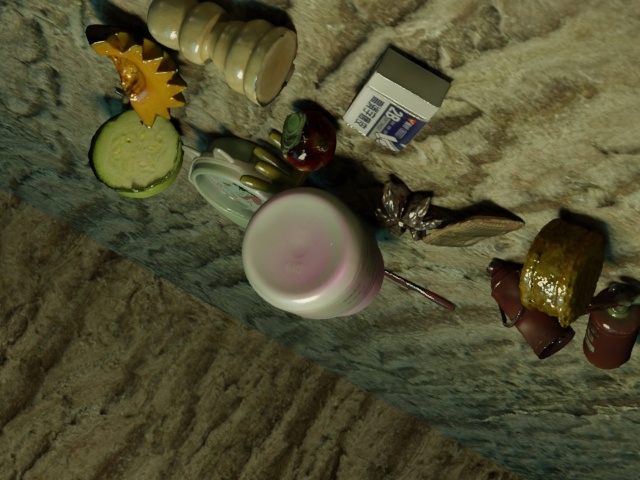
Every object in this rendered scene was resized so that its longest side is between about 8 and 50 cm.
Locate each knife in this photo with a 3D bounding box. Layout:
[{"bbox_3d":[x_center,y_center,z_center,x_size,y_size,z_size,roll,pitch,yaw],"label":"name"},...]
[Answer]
[{"bbox_3d":[0.232,0.117,2.587,0.247,0.018,0.035,28,165,4],"label":"knife"}]

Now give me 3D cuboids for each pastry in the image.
[{"bbox_3d":[0.444,0.057,1.865,0.103,0.188,0.188,22,162,31],"label":"pastry"}]

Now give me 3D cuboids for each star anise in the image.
[{"bbox_3d":[0.159,-0.061,2.111,0.197,0.073,0.212,28,160,-10],"label":"star anise"}]

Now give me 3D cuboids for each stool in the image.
[{"bbox_3d":[-0.091,-0.152,2.145,0.110,0.135,0.134,29,-165,-17],"label":"stool"}]

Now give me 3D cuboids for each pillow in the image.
[{"bbox_3d":[0.302,-0.016,2.033,0.135,0.034,0.211,1,168,-24],"label":"pillow"}]

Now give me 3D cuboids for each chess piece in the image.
[{"bbox_3d":[-0.180,-0.342,1.743,0.261,0.142,0.142,26,162,14],"label":"chess piece"}]

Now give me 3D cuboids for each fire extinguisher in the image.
[{"bbox_3d":[0.577,0.171,2.068,0.147,0.106,0.337,-17,153,3],"label":"fire extinguisher"}]

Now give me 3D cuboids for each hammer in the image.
[{"bbox_3d":[-0.456,-0.304,2.398,0.062,0.013,0.199,28,162,-4],"label":"hammer"}]

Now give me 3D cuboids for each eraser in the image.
[{"bbox_3d":[0.125,-0.231,1.706,0.124,0.068,0.210,31,161,-4],"label":"eraser"}]

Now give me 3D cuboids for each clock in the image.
[{"bbox_3d":[-0.165,-0.130,2.319,0.265,0.108,0.324,10,154,45],"label":"clock"}]

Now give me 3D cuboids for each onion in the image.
[{"bbox_3d":[-0.019,-0.189,1.947,0.119,0.117,0.118,24,-174,-3],"label":"onion"}]

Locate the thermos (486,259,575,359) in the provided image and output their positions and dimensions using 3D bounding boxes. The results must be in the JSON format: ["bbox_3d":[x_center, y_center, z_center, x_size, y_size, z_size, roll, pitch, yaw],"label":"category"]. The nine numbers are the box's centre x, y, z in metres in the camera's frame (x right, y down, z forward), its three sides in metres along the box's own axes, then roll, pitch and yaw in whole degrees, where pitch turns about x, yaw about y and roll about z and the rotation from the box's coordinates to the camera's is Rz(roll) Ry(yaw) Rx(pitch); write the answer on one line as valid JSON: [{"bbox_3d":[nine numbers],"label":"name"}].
[{"bbox_3d":[0.432,0.131,2.148,0.232,0.124,0.099,56,137,28],"label":"thermos"}]

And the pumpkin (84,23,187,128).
[{"bbox_3d":[-0.352,-0.362,2.010,0.130,0.149,0.254,-22,141,7],"label":"pumpkin"}]

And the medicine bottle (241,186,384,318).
[{"bbox_3d":[-0.001,0.039,2.143,0.256,0.256,0.325,20,177,19],"label":"medicine bottle"}]

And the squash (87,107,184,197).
[{"bbox_3d":[-0.412,-0.183,2.335,0.220,0.220,0.133,21,159,18],"label":"squash"}]
